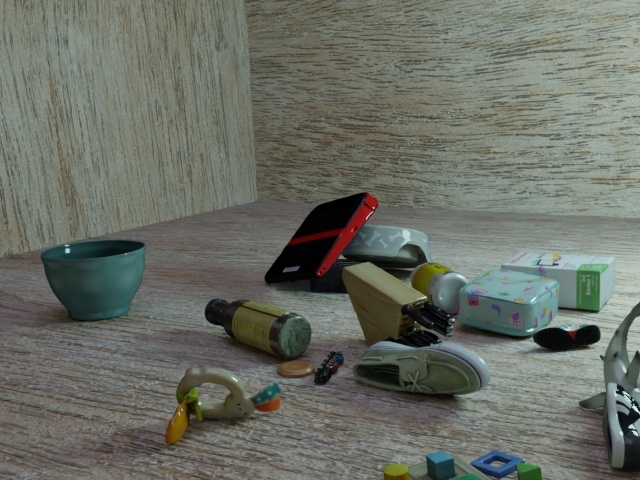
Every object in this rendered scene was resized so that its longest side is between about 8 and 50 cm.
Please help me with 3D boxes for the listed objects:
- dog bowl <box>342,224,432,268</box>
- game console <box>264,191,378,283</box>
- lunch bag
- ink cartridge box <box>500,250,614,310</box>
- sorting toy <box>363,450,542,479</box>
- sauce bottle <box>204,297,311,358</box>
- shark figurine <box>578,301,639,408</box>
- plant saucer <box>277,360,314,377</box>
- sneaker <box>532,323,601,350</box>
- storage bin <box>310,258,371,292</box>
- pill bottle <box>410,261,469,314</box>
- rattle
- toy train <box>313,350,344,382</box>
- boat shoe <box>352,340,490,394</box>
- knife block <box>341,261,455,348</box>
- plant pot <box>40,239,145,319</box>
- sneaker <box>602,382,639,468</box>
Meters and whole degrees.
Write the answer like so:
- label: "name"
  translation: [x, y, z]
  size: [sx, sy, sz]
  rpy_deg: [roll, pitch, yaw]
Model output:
- label: "dog bowl"
  translation: [0.197, 0.023, 2.459]
  size: [0.348, 0.102, 0.349]
  rpy_deg: [4, -8, 1]
- label: "game console"
  translation: [0.000, 0.000, 2.380]
  size: [0.342, 0.060, 0.386]
  rpy_deg: [-56, 19, -22]
- label: "lunch bag"
  translation: [0.484, 0.157, 1.938]
  size: [0.224, 0.108, 0.279]
  rpy_deg: [7, 14, 32]
- label: "ink cartridge box"
  translation: [0.675, 0.111, 2.131]
  size: [0.278, 0.117, 0.201]
  rpy_deg: [3, 12, 31]
- label: "sorting toy"
  translation: [0.157, 0.352, 1.076]
  size: [0.347, 0.047, 0.196]
  rpy_deg: [-10, 6, -21]
- label: "sauce bottle"
  translation: [-0.165, 0.204, 1.846]
  size: [0.111, 0.111, 0.344]
  rpy_deg: [-11, 14, -38]
- label: "shark figurine"
  translation: [0.590, 0.245, 1.413]
  size: [0.116, 0.278, 0.166]
  rpy_deg: [33, -38, -22]
- label: "plant saucer"
  translation: [-0.054, 0.284, 1.658]
  size: [0.083, 0.013, 0.083]
  rpy_deg: [-2, 10, 0]
- label: "sneaker"
  translation: [0.567, 0.226, 1.750]
  size: [0.161, 0.057, 0.075]
  rpy_deg: [-5, -6, -8]
- label: "storage bin"
  translation: [0.065, 0.111, 2.363]
  size: [0.180, 0.084, 0.122]
  rpy_deg: [2, 11, 19]
- label: "pill bottle"
  translation: [0.332, 0.128, 2.113]
  size: [0.117, 0.117, 0.215]
  rpy_deg: [-5, 11, -15]
- label: "rattle"
  translation: [-0.168, 0.317, 1.370]
  size: [0.199, 0.130, 0.143]
  rpy_deg: [22, 17, -13]
- label: "toy train"
  translation: [0.022, 0.277, 1.640]
  size: [0.036, 0.027, 0.158]
  rpy_deg: [4, 12, 15]
- label: "boat shoe"
  translation: [0.196, 0.269, 1.501]
  size: [0.302, 0.109, 0.094]
  rpy_deg: [-4, 22, 46]
- label: "knife block"
  translation: [0.187, 0.148, 1.746]
  size: [0.088, 0.276, 0.242]
  rpy_deg: [-10, -16, -38]
- label: "plant pot"
  translation: [-0.653, 0.118, 2.182]
  size: [0.293, 0.196, 0.293]
  rpy_deg: [-2, 11, 0]
- label: "sneaker"
  translation: [0.534, 0.312, 1.231]
  size: [0.121, 0.079, 0.217]
  rpy_deg: [4, 20, 16]
